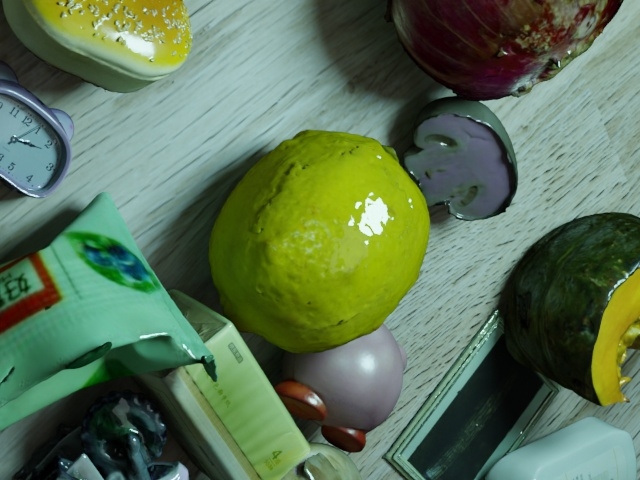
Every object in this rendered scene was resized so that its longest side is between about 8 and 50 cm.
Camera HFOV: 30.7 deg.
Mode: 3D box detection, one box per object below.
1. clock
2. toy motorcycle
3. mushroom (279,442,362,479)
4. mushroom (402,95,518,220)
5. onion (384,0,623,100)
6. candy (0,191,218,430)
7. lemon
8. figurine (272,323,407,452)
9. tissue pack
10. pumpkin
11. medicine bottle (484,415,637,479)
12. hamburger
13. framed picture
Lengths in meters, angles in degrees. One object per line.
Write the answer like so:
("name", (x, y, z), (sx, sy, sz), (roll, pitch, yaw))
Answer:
("clock", (-0.337, -0.121, 1.288), (0.152, 0.050, 0.110), (42, 78, -35))
("toy motorcycle", (-0.285, 0.334, 1.388), (0.327, 0.143, 0.188), (-44, 110, 0))
("mushroom", (-0.044, 0.371, 1.542), (0.255, 0.184, 0.255), (-38, 149, -29))
("mushroom", (0.203, -0.124, 1.626), (0.188, 0.141, 0.117), (61, 34, -27))
("onion", (0.211, -0.381, 1.472), (0.347, 0.348, 0.385), (-32, 84, -24))
("candy", (-0.340, 0.107, 1.240), (0.397, 0.263, 0.172), (-23, 147, -19))
("lemon", (-0.002, 0.002, 1.436), (0.284, 0.260, 0.261), (-28, 118, -25))
("figurine", (0.031, 0.173, 1.559), (0.173, 0.173, 0.173), (-10, 109, -32))
("tissue pack", (-0.136, 0.193, 1.450), (0.125, 0.159, 0.234), (-40, 122, -18))
("pumpkin", (0.442, 0.092, 1.773), (0.303, 0.225, 0.256), (-12, 108, -35))
("medicine bottle", (0.362, 0.409, 1.869), (0.324, 0.124, 0.179), (-17, 118, -37))
("hamburger", (-0.238, -0.252, 1.259), (0.210, 0.173, 0.116), (23, 127, -36))
("framed picture", (0.249, 0.284, 1.833), (0.293, 0.018, 0.231), (-51, 125, -12))
